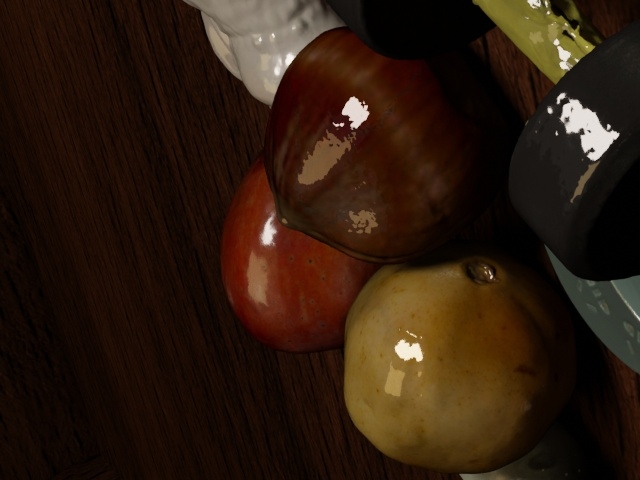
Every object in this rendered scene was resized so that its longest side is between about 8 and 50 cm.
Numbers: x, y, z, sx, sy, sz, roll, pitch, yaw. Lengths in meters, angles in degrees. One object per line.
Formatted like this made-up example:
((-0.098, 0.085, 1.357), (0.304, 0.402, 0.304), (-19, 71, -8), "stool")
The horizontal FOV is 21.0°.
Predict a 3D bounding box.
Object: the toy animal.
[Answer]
((-0.086, -0.267, 1.691), (0.258, 0.194, 0.357), (6, 130, 55), "toy animal")

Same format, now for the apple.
((0.000, 0.000, 1.757), (0.234, 0.234, 0.234), (50, 157, 31), "apple")

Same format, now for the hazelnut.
((0.046, -0.088, 1.529), (0.229, 0.229, 0.229), (50, 157, 31), "hazelnut")

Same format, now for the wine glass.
((0.195, 0.215, 1.694), (0.204, 0.111, 0.111), (48, 156, 34), "wine glass")

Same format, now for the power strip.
((0.240, 0.005, 1.399), (0.253, 0.054, 0.167), (60, 159, 4), "power strip")

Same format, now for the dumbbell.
((0.156, -0.146, 1.193), (0.322, 0.203, 0.204), (51, 157, 30), "dumbbell")

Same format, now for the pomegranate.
((0.128, 0.106, 1.579), (0.233, 0.233, 0.233), (50, 157, 31), "pomegranate")
